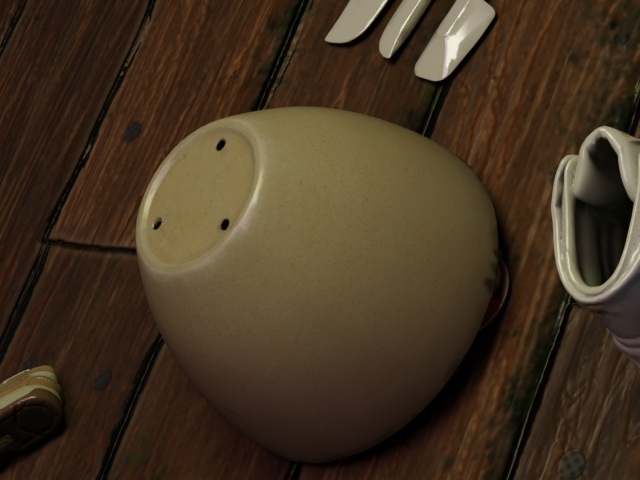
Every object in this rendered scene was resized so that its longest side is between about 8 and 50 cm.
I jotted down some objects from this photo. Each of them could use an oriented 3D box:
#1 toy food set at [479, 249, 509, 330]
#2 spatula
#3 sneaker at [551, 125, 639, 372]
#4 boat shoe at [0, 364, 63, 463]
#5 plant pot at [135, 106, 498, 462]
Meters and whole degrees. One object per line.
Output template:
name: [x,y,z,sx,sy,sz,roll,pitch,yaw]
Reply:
toy food set: [0.110,0.039,1.545,0.083,0.020,0.082,-7,58,36]
spatula: [0.120,-0.255,1.743,0.168,0.019,0.242,25,78,51]
sneaker: [0.254,-0.056,1.387,0.108,0.169,0.292,-3,59,40]
boat shoe: [-0.312,0.171,1.775,0.190,0.068,0.072,-25,36,11]
plant pot: [-0.032,0.007,1.539,0.284,0.191,0.284,-26,47,32]
